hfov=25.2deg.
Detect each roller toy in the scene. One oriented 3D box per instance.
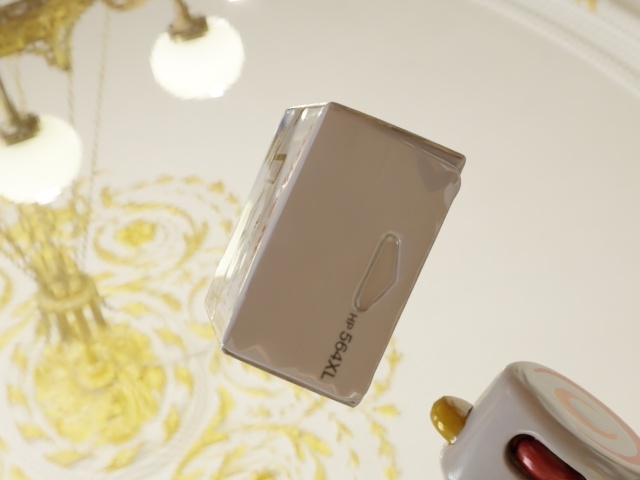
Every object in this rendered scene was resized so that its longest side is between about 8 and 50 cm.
[{"bbox_3d":[0.218,0.226,1.399,0.146,0.209,0.191,-54,-150,15],"label":"roller toy"}]

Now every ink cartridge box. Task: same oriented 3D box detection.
[{"bbox_3d":[0.000,0.000,0.838,0.086,0.148,0.203,24,180,-8],"label":"ink cartridge box"}]
